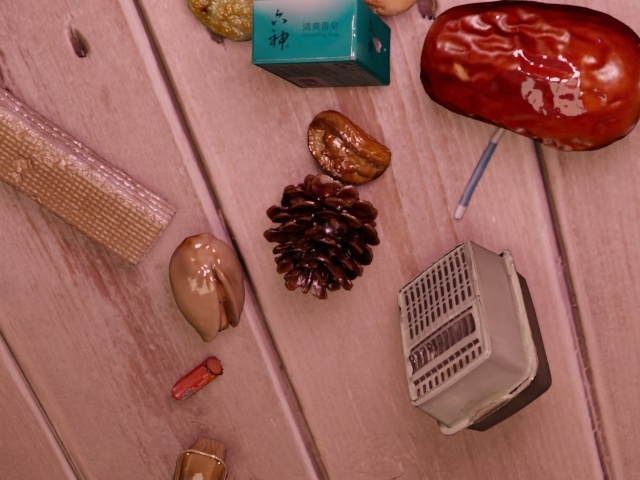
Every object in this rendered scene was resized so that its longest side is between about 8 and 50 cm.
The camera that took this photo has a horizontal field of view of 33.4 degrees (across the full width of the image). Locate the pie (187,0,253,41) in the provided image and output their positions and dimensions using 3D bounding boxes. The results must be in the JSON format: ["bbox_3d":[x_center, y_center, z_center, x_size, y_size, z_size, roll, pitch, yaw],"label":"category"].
[{"bbox_3d":[-0.126,-0.392,1.635,0.186,0.041,0.187,7,125,10],"label":"pie"}]

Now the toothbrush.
[{"bbox_3d":[0.268,-0.143,1.705,0.025,0.019,0.276,26,126,4],"label":"toothbrush"}]

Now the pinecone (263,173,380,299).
[{"bbox_3d":[0.000,0.000,1.771,0.207,0.208,0.208,7,124,11],"label":"pinecone"}]

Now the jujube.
[{"bbox_3d":[0.306,-0.239,1.516,0.318,0.223,0.223,15,126,17],"label":"jujube"}]

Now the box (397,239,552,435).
[{"bbox_3d":[0.249,0.160,1.752,0.166,0.291,0.220,28,129,-29],"label":"box"}]

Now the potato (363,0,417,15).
[{"bbox_3d":[0.111,-0.405,1.517,0.118,0.109,0.178,25,113,-9],"label":"potato"}]

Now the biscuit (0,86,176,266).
[{"bbox_3d":[-0.463,-0.123,1.886,0.426,0.078,0.144,34,124,-9],"label":"biscuit"}]

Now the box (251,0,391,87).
[{"bbox_3d":[0.008,-0.283,1.545,0.153,0.245,0.092,1,90,14],"label":"box"}]

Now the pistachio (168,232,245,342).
[{"bbox_3d":[-0.204,0.082,1.922,0.143,0.144,0.215,6,130,12],"label":"pistachio"}]

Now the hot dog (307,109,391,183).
[{"bbox_3d":[0.045,-0.151,1.736,0.147,0.065,0.099,36,134,-12],"label":"hot dog"}]

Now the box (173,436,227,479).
[{"bbox_3d":[-0.247,0.493,2.222,0.111,0.111,0.177,16,126,5],"label":"box"}]

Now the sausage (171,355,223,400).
[{"bbox_3d":[-0.253,0.281,2.116,0.048,0.050,0.145,46,124,-10],"label":"sausage"}]
